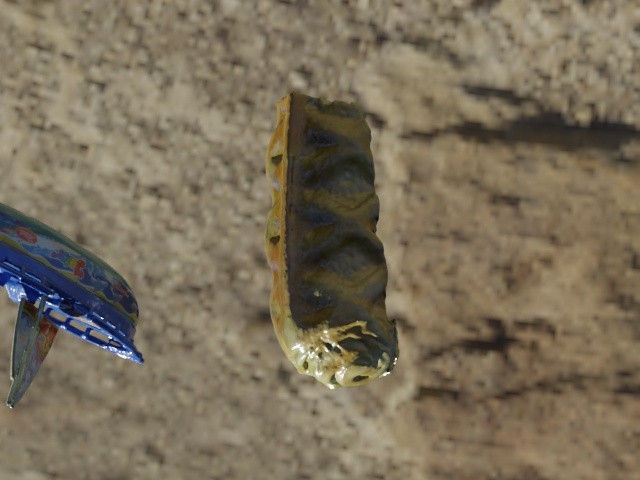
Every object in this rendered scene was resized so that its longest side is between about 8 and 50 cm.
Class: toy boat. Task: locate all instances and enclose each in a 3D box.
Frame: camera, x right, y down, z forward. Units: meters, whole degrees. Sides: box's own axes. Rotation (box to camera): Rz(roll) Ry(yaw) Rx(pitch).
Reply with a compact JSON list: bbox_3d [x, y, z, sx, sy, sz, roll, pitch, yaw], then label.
[{"bbox_3d":[-0.179,0.053,1.200,0.091,0.110,0.175,9,161,47],"label":"toy boat"}]

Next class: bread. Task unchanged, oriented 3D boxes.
[{"bbox_3d":[0.000,0.000,1.479,0.088,0.232,0.128,-1,169,-29],"label":"bread"}]
